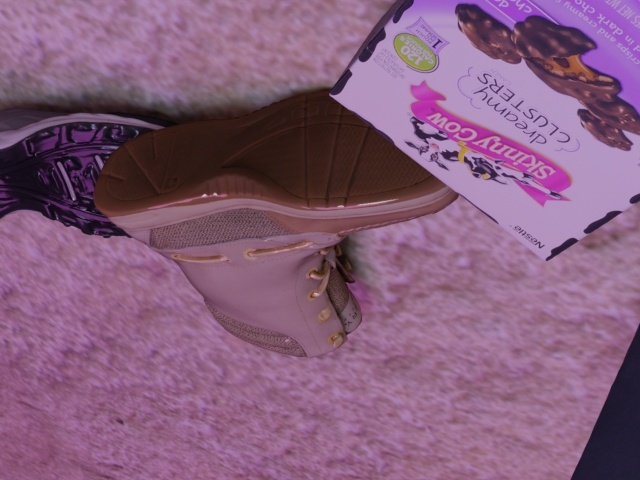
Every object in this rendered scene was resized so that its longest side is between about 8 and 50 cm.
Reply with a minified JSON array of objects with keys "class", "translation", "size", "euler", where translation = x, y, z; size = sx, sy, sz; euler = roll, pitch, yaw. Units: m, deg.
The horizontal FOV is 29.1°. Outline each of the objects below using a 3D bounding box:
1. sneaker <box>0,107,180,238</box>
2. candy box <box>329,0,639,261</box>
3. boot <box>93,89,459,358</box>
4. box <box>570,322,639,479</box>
[{"class":"sneaker","translation":[-0.205,-0.066,0.960],"size":[0.272,0.108,0.100],"euler":[0,122,19]},{"class":"candy box","translation":[0.121,-0.093,0.646],"size":[0.165,0.070,0.196],"euler":[36,148,-6]},{"class":"boot","translation":[0.000,0.000,0.861],"size":[0.262,0.095,0.203],"euler":[-7,143,25]},{"class":"box","translation":[0.375,0.206,0.697],"size":[0.294,0.212,0.395],"euler":[-9,130,48]}]
